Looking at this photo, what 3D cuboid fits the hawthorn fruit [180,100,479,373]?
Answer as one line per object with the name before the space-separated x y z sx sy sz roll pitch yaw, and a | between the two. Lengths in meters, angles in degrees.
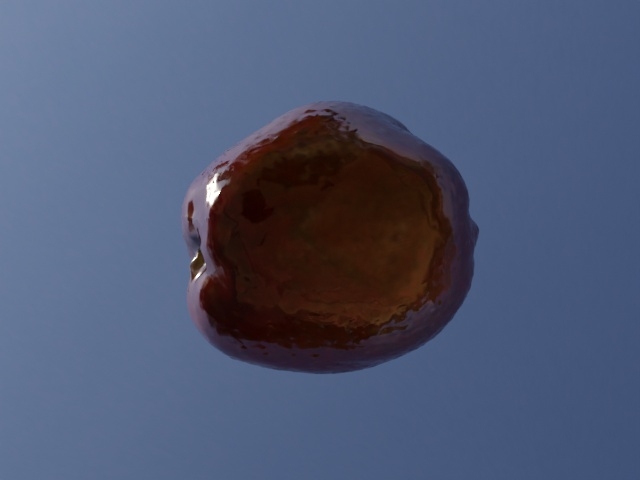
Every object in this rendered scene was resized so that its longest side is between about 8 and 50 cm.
hawthorn fruit | 0.000 0.000 0.849 0.138 0.133 0.133 -15 -106 -23
